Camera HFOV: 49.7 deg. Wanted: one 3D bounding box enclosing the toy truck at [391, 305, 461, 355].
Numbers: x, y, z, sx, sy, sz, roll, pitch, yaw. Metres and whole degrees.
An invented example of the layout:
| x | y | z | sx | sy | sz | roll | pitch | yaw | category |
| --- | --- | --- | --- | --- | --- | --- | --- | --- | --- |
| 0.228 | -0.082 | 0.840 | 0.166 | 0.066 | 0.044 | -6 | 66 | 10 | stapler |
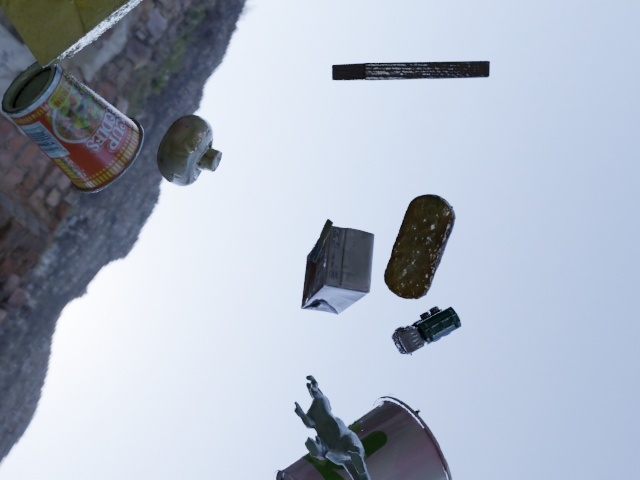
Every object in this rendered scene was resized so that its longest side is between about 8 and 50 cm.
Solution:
| x | y | z | sx | sy | sz | roll | pitch | yaw | category |
| --- | --- | --- | --- | --- | --- | --- | --- | --- | --- |
| 0.134 | 0.114 | 0.873 | 0.083 | 0.039 | 0.044 | -26 | 179 | -11 | toy truck |

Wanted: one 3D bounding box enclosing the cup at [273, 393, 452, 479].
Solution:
| x | y | z | sx | sy | sz | roll | pitch | yaw | category |
| --- | --- | --- | --- | --- | --- | --- | --- | --- | --- |
| 0.074 | 0.463 | 1.313 | 0.273 | 0.253 | 0.253 | -21 | -149 | -26 | cup |

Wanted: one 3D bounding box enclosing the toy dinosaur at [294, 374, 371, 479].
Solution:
| x | y | z | sx | sy | sz | roll | pitch | yaw | category |
| --- | --- | --- | --- | --- | --- | --- | --- | --- | --- |
| 0.035 | 0.294 | 0.962 | 0.053 | 0.167 | 0.242 | -40 | -109 | 2 | toy dinosaur |

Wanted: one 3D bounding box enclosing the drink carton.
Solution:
| x | y | z | sx | sy | sz | roll | pitch | yaw | category |
| --- | --- | --- | --- | --- | --- | --- | --- | --- | --- |
| 0.034 | 0.070 | 1.500 | 0.222 | 0.101 | 0.134 | 129 | -33 | -66 | drink carton |

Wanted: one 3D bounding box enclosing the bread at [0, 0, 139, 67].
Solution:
| x | y | z | sx | sy | sz | roll | pitch | yaw | category |
| --- | --- | --- | --- | --- | --- | --- | --- | --- | --- |
| -0.373 | -0.439 | 1.122 | 0.236 | 0.198 | 0.263 | -26 | -157 | 11 | bread |

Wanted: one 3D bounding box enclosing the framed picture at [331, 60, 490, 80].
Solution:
| x | y | z | sx | sy | sz | roll | pitch | yaw | category |
| --- | --- | --- | --- | --- | --- | --- | --- | --- | --- |
| 0.113 | -0.219 | 0.895 | 0.168 | 0.023 | 0.128 | -5 | -166 | -16 | framed picture |

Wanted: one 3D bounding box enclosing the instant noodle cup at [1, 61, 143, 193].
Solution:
| x | y | z | sx | sy | sz | roll | pitch | yaw | category |
| --- | --- | --- | --- | --- | --- | --- | --- | --- | --- |
| -0.477 | -0.225 | 1.313 | 0.193 | 0.212 | 0.193 | -16 | -128 | 22 | instant noodle cup |

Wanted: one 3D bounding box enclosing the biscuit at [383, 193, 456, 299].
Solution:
| x | y | z | sx | sy | sz | roll | pitch | yaw | category |
| --- | --- | --- | --- | --- | --- | --- | --- | --- | --- |
| 0.224 | 0.015 | 1.564 | 0.029 | 0.118 | 0.247 | -97 | -153 | -82 | biscuit |

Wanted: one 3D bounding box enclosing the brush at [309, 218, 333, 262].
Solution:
| x | y | z | sx | sy | sz | roll | pitch | yaw | category |
| --- | --- | --- | --- | --- | --- | --- | --- | --- | --- |
| 0.000 | 0.000 | 1.237 | 0.016 | 0.013 | 0.084 | 36 | -71 | 31 | brush |

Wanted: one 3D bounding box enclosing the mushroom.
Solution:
| x | y | z | sx | sy | sz | roll | pitch | yaw | category |
| --- | --- | --- | --- | --- | --- | --- | --- | --- | --- |
| -0.147 | -0.100 | 0.779 | 0.083 | 0.067 | 0.084 | 24 | 90 | -90 | mushroom |
